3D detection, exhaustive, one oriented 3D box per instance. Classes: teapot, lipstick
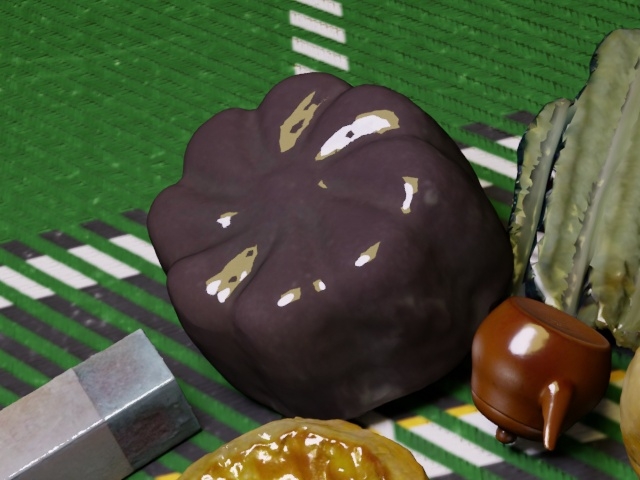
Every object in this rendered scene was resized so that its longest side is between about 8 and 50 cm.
[{"bbox_3d":[0.163,0.108,1.501,0.116,0.116,0.173,-25,22,-3],"label":"teapot"},{"bbox_3d":[-0.281,0.211,1.589,0.371,0.080,0.076,-32,47,-8],"label":"lipstick"}]

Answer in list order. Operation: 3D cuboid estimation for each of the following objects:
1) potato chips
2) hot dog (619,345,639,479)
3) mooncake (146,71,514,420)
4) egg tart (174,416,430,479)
[{"bbox_3d":[0.338,-0.060,1.615,0.358,0.070,0.429,7,53,23],"label":"potato chips"},{"bbox_3d":[0.425,0.112,1.334,0.405,0.185,0.223,-25,43,-1],"label":"hot dog"},{"bbox_3d":[0.000,0.000,1.612,0.306,0.154,0.306,-18,45,19],"label":"mooncake"},{"bbox_3d":[-0.022,0.240,1.443,0.241,0.106,0.241,-10,44,10],"label":"egg tart"}]
